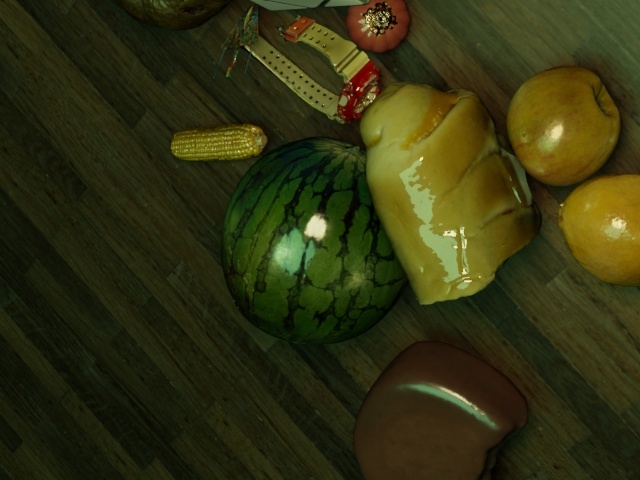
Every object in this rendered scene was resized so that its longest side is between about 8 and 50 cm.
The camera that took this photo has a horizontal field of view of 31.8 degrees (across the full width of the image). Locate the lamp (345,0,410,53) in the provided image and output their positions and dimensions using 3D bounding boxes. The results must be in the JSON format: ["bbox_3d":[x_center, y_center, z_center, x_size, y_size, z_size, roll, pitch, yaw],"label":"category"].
[{"bbox_3d":[0.094,-0.361,1.843,0.107,0.092,0.107,-1,99,-4],"label":"lamp"}]

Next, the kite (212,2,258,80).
[{"bbox_3d":[-0.142,-0.357,1.977,0.183,0.010,0.160,10,80,64],"label":"kite"}]

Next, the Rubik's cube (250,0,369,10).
[{"bbox_3d":[-0.043,-0.489,1.768,0.205,0.207,0.205,3,85,29],"label":"Rubik's cube"}]

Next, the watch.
[{"bbox_3d":[-0.020,-0.307,1.912,0.268,0.102,0.165,38,153,11],"label":"watch"}]

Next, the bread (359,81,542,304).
[{"bbox_3d":[0.210,-0.104,1.761,0.210,0.300,0.341,-21,94,29],"label":"bread"}]

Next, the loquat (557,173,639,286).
[{"bbox_3d":[0.475,-0.017,1.704,0.234,0.187,0.176,10,105,-6],"label":"loquat"}]

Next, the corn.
[{"bbox_3d":[-0.191,-0.182,2.093,0.207,0.068,0.068,0,109,29],"label":"corn"}]

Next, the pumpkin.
[{"bbox_3d":[-0.261,-0.475,1.916,0.325,0.242,0.232,0,100,34],"label":"pumpkin"}]

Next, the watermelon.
[{"bbox_3d":[0.000,0.000,1.898,0.363,0.363,0.363,11,114,26],"label":"watermelon"}]

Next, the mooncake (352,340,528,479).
[{"bbox_3d":[0.220,0.338,2.000,0.334,0.174,0.326,-11,107,29],"label":"mooncake"}]

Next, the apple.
[{"bbox_3d":[0.371,-0.177,1.708,0.155,0.182,0.182,-28,94,25],"label":"apple"}]
